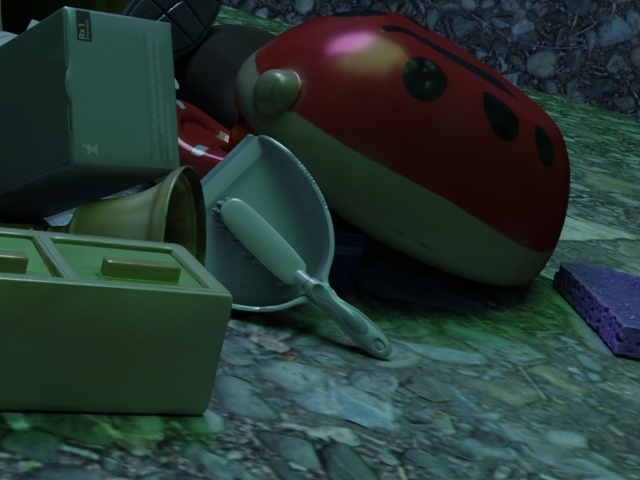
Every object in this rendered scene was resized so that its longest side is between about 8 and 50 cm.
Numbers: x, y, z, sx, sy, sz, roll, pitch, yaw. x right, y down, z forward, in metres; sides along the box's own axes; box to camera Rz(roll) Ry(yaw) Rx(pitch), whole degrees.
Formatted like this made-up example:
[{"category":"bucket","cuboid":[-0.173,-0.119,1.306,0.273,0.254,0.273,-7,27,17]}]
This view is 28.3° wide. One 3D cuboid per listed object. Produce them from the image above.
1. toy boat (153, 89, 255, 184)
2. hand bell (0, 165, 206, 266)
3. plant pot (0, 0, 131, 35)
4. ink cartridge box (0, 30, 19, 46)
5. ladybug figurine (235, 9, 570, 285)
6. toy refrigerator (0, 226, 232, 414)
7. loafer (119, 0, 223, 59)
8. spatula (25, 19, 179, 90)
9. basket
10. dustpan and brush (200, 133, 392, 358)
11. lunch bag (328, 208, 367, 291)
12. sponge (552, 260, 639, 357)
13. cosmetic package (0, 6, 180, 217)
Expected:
[{"category":"toy boat","cuboid":[-0.074,-0.108,1.337,0.231,0.151,0.151,18,15,13]},{"category":"hand bell","cuboid":[-0.219,0.002,0.961,0.242,0.126,0.126,3,13,8]},{"category":"plant pot","cuboid":[-0.407,-0.298,1.596,0.254,0.276,0.276,8,11,27]},{"category":"ink cartridge box","cuboid":[-0.400,-0.167,1.322,0.273,0.114,0.198,15,15,1]},{"category":"ladybug figurine","cuboid":[0.103,-0.101,1.233,0.449,0.162,0.305,14,30,-54]},{"category":"toy refrigerator","cuboid":[-0.201,0.042,0.784,0.270,0.094,0.102,7,16,-28]},{"category":"loafer","cuboid":[-0.229,-0.235,1.535,0.084,0.267,0.096,6,-39,54]},{"category":"spatula","cuboid":[-0.221,-0.171,1.287,0.168,0.019,0.242,24,14,-16]},{"category":"basket","cuboid":[-0.068,-0.163,1.537,0.204,0.154,0.227,21,11,-25]},{"category":"dustpan and brush","cuboid":[-0.025,0.023,1.029,0.211,0.147,0.060,44,-14,1]},{"category":"lunch bag","cuboid":[0.000,0.000,1.176,0.067,0.065,0.098,8,17,-23]},{"category":"sponge","cuboid":[0.317,0.073,1.265,0.117,0.031,0.210,12,14,-9]},{"category":"cosmetic package","cuboid":[-0.218,-0.096,1.037,0.107,0.127,0.238,2,-7,-41]}]
